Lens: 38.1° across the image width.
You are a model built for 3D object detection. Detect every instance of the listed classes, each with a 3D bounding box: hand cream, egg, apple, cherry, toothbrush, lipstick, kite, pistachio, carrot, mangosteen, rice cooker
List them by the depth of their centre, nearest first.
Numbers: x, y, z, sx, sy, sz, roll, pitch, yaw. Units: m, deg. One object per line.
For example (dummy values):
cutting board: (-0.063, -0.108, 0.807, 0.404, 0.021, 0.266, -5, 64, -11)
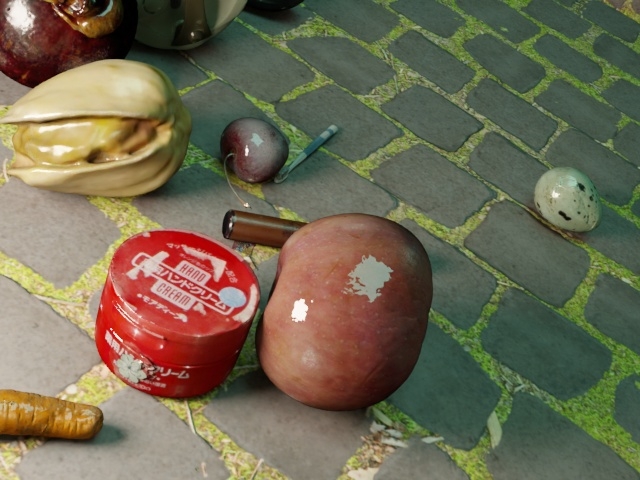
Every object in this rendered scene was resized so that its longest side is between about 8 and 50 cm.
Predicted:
carrot: (-0.369, 0.223, 1.187, 0.186, 0.060, 0.060, 9, 41, -24)
hand cream: (-0.209, 0.104, 1.343, 0.230, 0.149, 0.230, 14, 41, -12)
apple: (0.034, 0.103, 1.383, 0.235, 0.305, 0.305, 16, 38, -2)
pistachio: (-0.362, -0.181, 1.532, 0.321, 0.229, 0.238, -14, 11, -34)
kite: (-0.132, 0.021, 1.599, 0.044, 0.002, 0.078, 10, 40, -20)
lipstick: (0.000, 0.000, 1.655, 0.357, 0.057, 0.057, 11, 40, -21)
mangosteen: (-0.480, -0.422, 1.674, 0.297, 0.293, 0.297, 3, 60, -5)
cherry: (-0.108, -0.145, 1.733, 0.188, 0.115, 0.148, 58, 12, 23)
toothbrush: (-0.025, -0.183, 1.877, 0.019, 0.025, 0.275, 32, 38, 8)
rice cooker: (-0.318, -0.593, 1.942, 0.335, 0.335, 0.325, -3, 45, -33)
egg: (0.541, -0.086, 2.004, 0.164, 0.131, 0.131, 36, 38, 1)

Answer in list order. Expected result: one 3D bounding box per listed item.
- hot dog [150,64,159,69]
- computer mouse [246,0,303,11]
hot dog: (-0.383, -0.291, 1.782, 0.216, 0.047, 0.066, -43, 110, -49)
computer mouse: (-0.140, -0.607, 2.264, 0.217, 0.073, 0.122, 12, 37, -7)
